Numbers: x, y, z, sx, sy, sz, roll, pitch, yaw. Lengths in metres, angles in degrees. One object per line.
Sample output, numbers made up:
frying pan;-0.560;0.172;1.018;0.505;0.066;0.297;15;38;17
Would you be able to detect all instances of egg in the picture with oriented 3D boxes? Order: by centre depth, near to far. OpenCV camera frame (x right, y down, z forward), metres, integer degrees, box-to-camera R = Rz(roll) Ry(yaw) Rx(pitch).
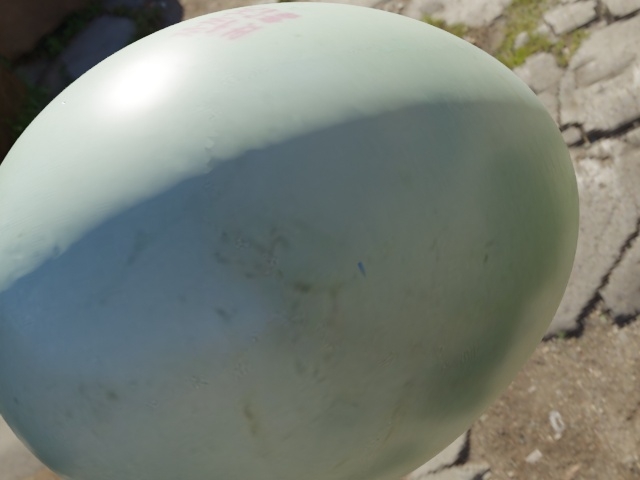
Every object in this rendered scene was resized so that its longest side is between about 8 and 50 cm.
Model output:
egg;0.000;0.000;0.529;0.230;0.230;0.371;-5;10;36
